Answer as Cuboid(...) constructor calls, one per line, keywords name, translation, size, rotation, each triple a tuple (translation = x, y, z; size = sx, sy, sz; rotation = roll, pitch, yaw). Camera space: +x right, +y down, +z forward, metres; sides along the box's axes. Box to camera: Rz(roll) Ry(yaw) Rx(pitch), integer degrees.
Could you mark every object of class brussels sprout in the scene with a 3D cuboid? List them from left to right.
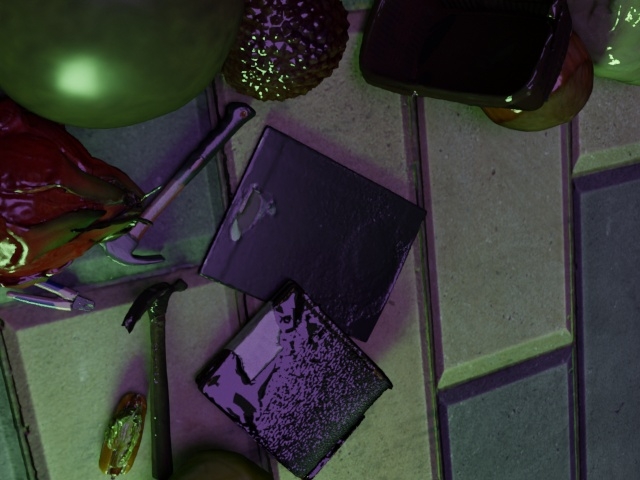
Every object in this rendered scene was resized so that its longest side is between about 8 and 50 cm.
Cuboid(name="brussels sprout", translation=(-0.158, 0.410, 1.055), size=(0.223, 0.161, 0.223), rotation=(-7, 102, -33))

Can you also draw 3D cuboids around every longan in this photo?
Cuboid(name="longan", translation=(-0.249, -0.294, 0.771), size=(0.361, 0.361, 0.360), rotation=(-6, 103, -26))

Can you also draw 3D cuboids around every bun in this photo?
Cuboid(name="bun", translation=(0.579, -0.427, 1.229), size=(0.360, 0.211, 0.359), rotation=(-5, 102, -27))

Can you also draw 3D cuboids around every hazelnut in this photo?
Cuboid(name="hazelnut", translation=(0.331, -0.271, 1.164), size=(0.214, 0.176, 0.214), rotation=(20, 55, -32))

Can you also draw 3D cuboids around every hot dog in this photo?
Cuboid(name="hot dog", translation=(-0.278, 0.278, 1.035), size=(0.056, 0.041, 0.133), rotation=(15, 93, -29))

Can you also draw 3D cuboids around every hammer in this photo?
Cuboid(name="hammer", translation=(-0.227, 0.204, 1.036), size=(0.125, 0.027, 0.297), rotation=(-24, 119, -57))
Cuboid(name="hammer", translation=(-0.194, -0.084, 1.010), size=(0.111, 0.033, 0.287), rotation=(43, 80, -26))

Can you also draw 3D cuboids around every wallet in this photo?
Cuboid(name="wallet", translation=(-0.032, 0.224, 1.132), size=(0.221, 0.071, 0.262), rotation=(-45, 111, -9))

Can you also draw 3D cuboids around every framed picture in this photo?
Cuboid(name="framed picture", translation=(0.000, 0.000, 1.137), size=(0.324, 0.013, 0.244), rotation=(26, 88, -28))

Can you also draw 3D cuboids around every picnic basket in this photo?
Cuboid(name="picnic basket", translation=(0.216, -0.291, 1.049), size=(0.129, 0.297, 0.222), rotation=(17, 92, -53))

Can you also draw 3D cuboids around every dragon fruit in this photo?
Cuboid(name="dragon fruit", translation=(-0.331, -0.061, 0.834), size=(0.293, 0.234, 0.233), rotation=(-7, 104, -10))

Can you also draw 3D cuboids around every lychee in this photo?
Cuboid(name="lychee", translation=(-0.049, -0.272, 0.960), size=(0.188, 0.188, 0.188), rotation=(-6, 103, -26))

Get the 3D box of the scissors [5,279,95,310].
Cuboid(name="scissors", translation=(-0.355, 0.073, 0.971), size=(0.113, 0.012, 0.039), rotation=(20, 91, -29))
